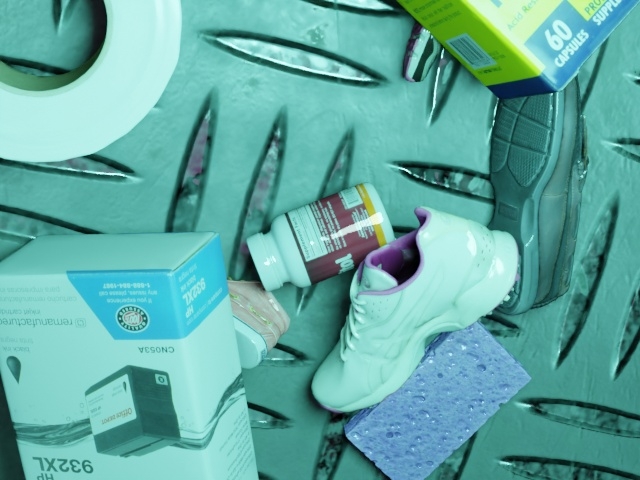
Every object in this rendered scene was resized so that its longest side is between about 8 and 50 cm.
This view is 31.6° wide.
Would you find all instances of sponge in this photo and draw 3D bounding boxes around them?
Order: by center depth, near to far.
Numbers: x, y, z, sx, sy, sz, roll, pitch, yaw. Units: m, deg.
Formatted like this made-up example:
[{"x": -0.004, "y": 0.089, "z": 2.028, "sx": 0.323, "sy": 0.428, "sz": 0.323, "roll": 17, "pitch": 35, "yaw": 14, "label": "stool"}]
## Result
[{"x": 0.140, "y": 0.195, "z": 1.356, "sx": 0.210, "sy": 0.031, "sz": 0.117, "roll": -44, "pitch": 109, "yaw": 6, "label": "sponge"}]

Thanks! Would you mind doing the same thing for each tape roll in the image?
[{"x": -0.281, "y": -0.225, "z": 1.121, "sx": 0.286, "sy": 0.100, "sz": 0.286, "roll": -3, "pitch": 108, "yaw": -8, "label": "tape roll"}]

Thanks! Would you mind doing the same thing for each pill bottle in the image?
[{"x": 0.000, "y": 0.000, "z": 1.244, "sx": 0.152, "sy": 0.086, "sz": 0.086, "roll": -21, "pitch": 109, "yaw": -1, "label": "pill bottle"}]

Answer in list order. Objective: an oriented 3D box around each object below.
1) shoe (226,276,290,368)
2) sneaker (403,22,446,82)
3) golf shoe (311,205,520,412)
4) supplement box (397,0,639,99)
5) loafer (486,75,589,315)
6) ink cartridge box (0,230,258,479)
[{"x": -0.120, "y": 0.066, "z": 1.261, "sx": 0.178, "sy": 0.081, "sz": 0.063, "roll": 35, "pitch": 128, "yaw": 9, "label": "shoe"}, {"x": 0.150, "y": -0.237, "z": 1.206, "sx": 0.075, "sy": 0.063, "sz": 0.170, "roll": 28, "pitch": 96, "yaw": -10, "label": "sneaker"}, {"x": 0.072, "y": 0.073, "z": 1.232, "sx": 0.140, "sy": 0.115, "sz": 0.306, "roll": 29, "pitch": 122, "yaw": -27, "label": "golf shoe"}, {"x": 0.135, "y": -0.324, "z": 1.066, "sx": 0.356, "sy": 0.195, "sz": 0.194, "roll": 42, "pitch": 89, "yaw": -8, "label": "supplement box"}, {"x": 0.251, "y": -0.062, "z": 1.269, "sx": 0.095, "sy": 0.109, "sz": 0.302, "roll": -7, "pitch": 116, "yaw": -27, "label": "loafer"}, {"x": -0.206, "y": 0.156, "z": 1.198, "sx": 0.223, "sy": 0.129, "sz": 0.307, "roll": -2, "pitch": 109, "yaw": 17, "label": "ink cartridge box"}]
